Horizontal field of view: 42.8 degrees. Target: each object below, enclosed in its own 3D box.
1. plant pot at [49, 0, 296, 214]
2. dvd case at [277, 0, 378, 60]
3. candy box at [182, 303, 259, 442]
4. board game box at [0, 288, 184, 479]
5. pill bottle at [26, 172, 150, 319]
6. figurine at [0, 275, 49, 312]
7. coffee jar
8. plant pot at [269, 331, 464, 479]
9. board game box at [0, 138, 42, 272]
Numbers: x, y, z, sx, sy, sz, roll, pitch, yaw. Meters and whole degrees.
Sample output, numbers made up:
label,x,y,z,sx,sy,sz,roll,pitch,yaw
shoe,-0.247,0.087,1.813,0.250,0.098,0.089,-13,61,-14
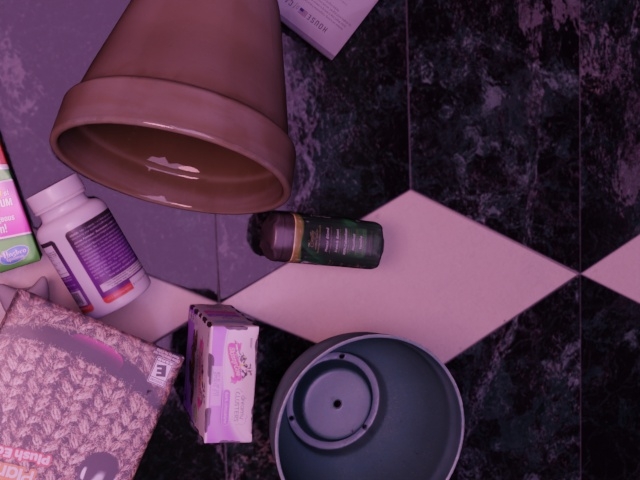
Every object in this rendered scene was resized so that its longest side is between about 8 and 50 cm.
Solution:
label,x,y,z,sx,sy,sz,roll,pitch,yaw
plant pot,-0.175,-0.217,1.124,0.323,0.323,0.280,15,72,-18
dvd case,0.021,-0.424,1.245,0.179,0.029,0.239,35,107,-17
candy box,-0.149,0.188,1.196,0.070,0.196,0.165,3,93,-18
board game box,-0.347,0.243,1.068,0.232,0.141,0.291,24,77,-11
pill bottle,-0.335,0.006,1.168,0.108,0.108,0.193,-30,103,-13
figurine,-0.462,0.169,1.157,0.214,0.092,0.210,-16,95,-17
coffee jar,0.000,0.000,1.282,0.184,0.096,0.079,5,90,-19
plant pot,0.047,0.273,1.267,0.293,0.196,0.293,-1,94,-17
board game box,-0.551,-0.087,1.114,0.242,0.064,0.317,-19,100,-16
